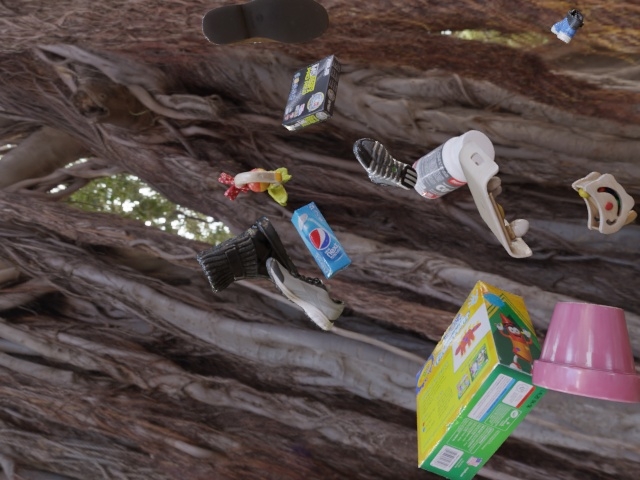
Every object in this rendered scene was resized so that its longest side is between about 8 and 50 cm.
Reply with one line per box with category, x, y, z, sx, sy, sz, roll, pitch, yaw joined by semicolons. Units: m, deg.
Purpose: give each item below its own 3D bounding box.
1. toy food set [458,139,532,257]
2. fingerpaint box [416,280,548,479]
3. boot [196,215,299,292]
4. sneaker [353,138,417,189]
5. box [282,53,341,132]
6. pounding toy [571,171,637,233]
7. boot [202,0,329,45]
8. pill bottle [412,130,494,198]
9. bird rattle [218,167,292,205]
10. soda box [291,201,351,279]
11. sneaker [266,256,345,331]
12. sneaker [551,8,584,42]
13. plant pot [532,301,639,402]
toy food set;0.500;-0.119;1.418;0.306;0.092;0.220;58;-168;-29
fingerpaint box;0.449;0.408;1.471;0.371;0.163;0.445;-74;6;-61
boot;-0.228;0.104;1.625;0.260;0.131;0.348;-36;-49;-14
sneaker;0.153;-0.203;1.409;0.228;0.132;0.086;29;-102;-29
box;-0.033;-0.578;1.980;0.060;0.216;0.270;32;-121;-42
pounding toy;0.988;-0.122;1.784;0.154;0.269;0.155;-48;14;5
boot;-0.134;-0.526;1.215;0.115;0.305;0.113;-134;37;-71
pill bottle;0.457;-0.261;1.753;0.283;0.161;0.161;-30;35;63
bird rattle;-0.224;-0.211;1.741;0.207;0.253;0.143;150;126;-77
soda box;0.000;0.000;1.438;0.067;0.210;0.071;-28;-13;-21
sneaker;-0.044;0.131;1.387;0.108;0.100;0.271;-47;-69;1
sneaker;0.763;-0.665;1.540;0.085;0.058;0.152;-58;2;34
plant pot;0.556;0.227;1.050;0.201;0.201;0.181;27;-111;-64
